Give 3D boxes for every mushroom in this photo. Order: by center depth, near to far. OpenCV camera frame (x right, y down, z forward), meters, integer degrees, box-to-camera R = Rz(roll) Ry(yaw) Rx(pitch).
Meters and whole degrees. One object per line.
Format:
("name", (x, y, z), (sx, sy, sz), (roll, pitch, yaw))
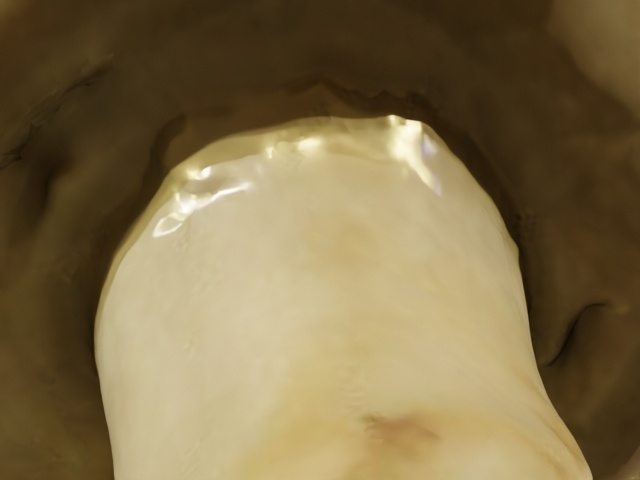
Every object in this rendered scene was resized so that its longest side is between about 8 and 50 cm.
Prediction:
("mushroom", (0.000, 0.000, 0.487), (0.297, 0.290, 0.297), (-5, -59, -9))
